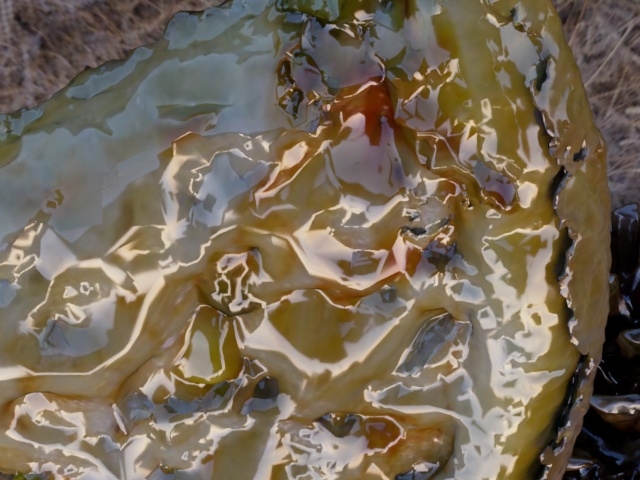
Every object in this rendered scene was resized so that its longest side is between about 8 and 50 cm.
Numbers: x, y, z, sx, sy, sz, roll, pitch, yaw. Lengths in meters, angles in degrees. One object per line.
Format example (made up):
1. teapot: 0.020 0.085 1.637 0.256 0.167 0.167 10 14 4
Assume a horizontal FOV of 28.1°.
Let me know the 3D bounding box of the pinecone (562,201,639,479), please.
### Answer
1. pinecone: 0.234 0.121 0.986 0.244 0.244 0.309 7 106 5

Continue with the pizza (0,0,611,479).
1. pizza: -0.003 0.029 0.614 0.435 0.080 0.392 28 115 -24
